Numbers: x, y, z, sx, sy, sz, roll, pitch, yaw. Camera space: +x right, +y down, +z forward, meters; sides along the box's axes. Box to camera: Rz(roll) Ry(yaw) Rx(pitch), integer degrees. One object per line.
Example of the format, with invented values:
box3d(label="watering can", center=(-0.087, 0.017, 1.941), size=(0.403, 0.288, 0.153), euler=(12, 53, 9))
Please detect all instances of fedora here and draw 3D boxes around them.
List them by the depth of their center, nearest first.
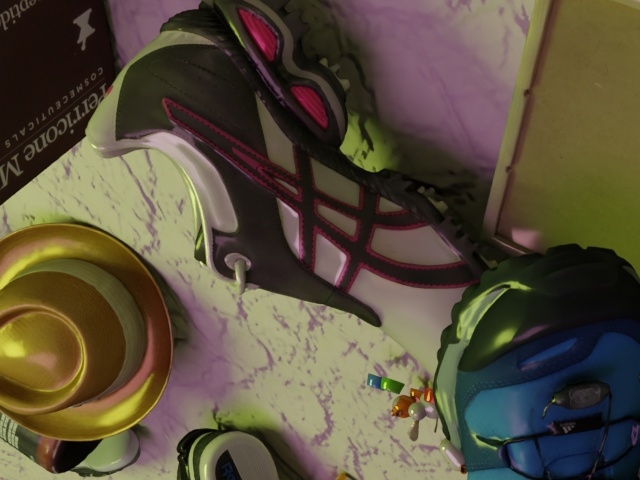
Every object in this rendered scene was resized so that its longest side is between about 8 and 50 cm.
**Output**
box3d(label="fedora", center=(-0.211, 0.079, 0.792), size=(0.194, 0.079, 0.194), euler=(4, 102, 18))

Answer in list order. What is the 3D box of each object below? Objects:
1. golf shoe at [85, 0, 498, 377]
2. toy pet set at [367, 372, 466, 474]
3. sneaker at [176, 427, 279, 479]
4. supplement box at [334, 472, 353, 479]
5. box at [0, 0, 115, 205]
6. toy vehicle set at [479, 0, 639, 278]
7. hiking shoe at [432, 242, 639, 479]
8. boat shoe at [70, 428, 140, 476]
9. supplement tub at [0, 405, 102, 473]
box3d(label="golf shoe", center=(0.000, 0.000, 0.545), size=(0.273, 0.120, 0.105), euler=(49, 168, -7))
box3d(label="toy pet set", center=(0.086, 0.133, 0.630), size=(0.114, 0.065, 0.122), euler=(20, 173, -11))
box3d(label="sneaker", center=(-0.060, 0.256, 0.865), size=(0.121, 0.079, 0.216), euler=(-6, 99, 66))
box3d(label="supplement box", center=(0.040, 0.237, 0.822), size=(0.098, 0.036, 0.062), euler=(34, 142, 9))
box3d(label="box", center=(-0.240, -0.140, 0.590), size=(0.167, 0.168, 0.203), euler=(22, 138, 22))
box3d(label="toy vehicle set", center=(0.206, -0.012, 0.442), size=(0.267, 0.035, 0.166), euler=(26, 140, 19))
box3d(label="hiking shoe", center=(0.123, 0.139, 0.498), size=(0.132, 0.113, 0.304), euler=(-111, 13, -50))
box3d(label="boat shoe", center=(-0.210, 0.206, 1.003), size=(0.040, 0.049, 0.142), euler=(39, 148, -29))
box3d(label="supplement tub", center=(-0.278, 0.112, 0.917), size=(0.198, 0.106, 0.106), euler=(32, 141, 13))
